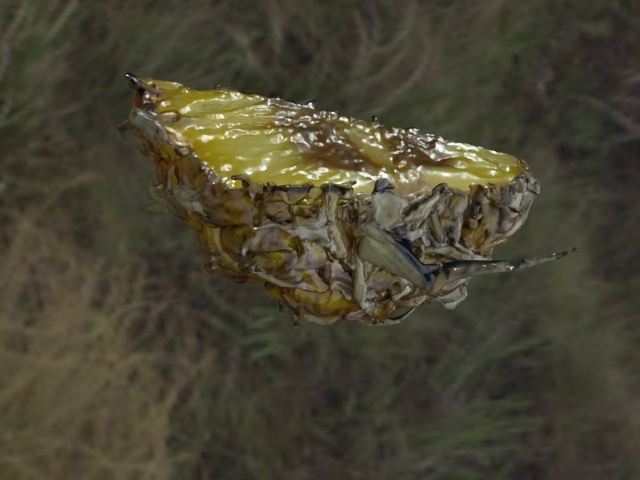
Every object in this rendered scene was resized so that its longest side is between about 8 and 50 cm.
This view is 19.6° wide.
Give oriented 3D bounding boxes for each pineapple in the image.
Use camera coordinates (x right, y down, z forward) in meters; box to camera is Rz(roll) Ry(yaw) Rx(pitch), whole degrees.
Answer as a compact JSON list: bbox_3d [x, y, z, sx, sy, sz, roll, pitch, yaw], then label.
[{"bbox_3d":[-0.002,0.002,1.289,0.158,0.334,0.161,-71,173,-68],"label":"pineapple"}]
